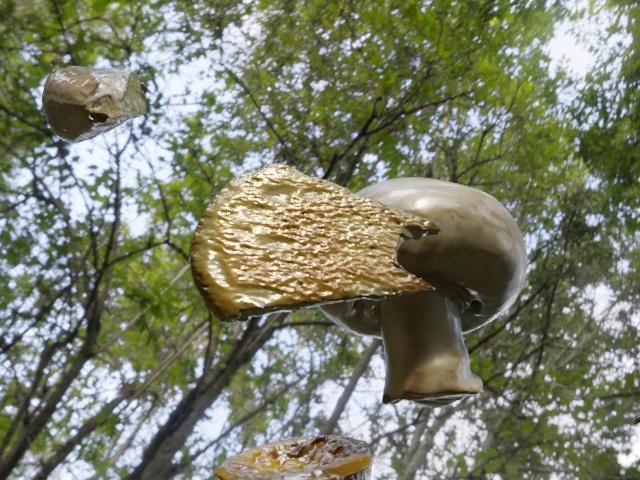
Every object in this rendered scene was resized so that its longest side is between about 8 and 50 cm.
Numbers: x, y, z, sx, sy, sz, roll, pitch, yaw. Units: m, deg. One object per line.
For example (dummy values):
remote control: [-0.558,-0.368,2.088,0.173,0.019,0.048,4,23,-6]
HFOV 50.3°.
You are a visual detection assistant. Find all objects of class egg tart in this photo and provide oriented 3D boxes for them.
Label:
egg tart: [-0.022,0.339,0.854,0.202,0.202,0.147,-10,-95,35]

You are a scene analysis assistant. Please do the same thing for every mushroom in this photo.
mushroom: [0.130,0.069,0.899,0.297,0.290,0.297,-3,-32,-2]

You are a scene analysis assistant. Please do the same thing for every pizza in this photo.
pizza: [0.000,0.000,0.688,0.262,0.181,0.034,1,-33,-13]

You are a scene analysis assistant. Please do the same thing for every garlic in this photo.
garlic: [-0.265,-0.159,0.781,0.101,0.195,0.087,-11,-75,0]

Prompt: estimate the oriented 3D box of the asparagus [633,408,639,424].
asparagus: [0.426,0.165,0.821,0.016,0.163,0.016,45,-15,7]
